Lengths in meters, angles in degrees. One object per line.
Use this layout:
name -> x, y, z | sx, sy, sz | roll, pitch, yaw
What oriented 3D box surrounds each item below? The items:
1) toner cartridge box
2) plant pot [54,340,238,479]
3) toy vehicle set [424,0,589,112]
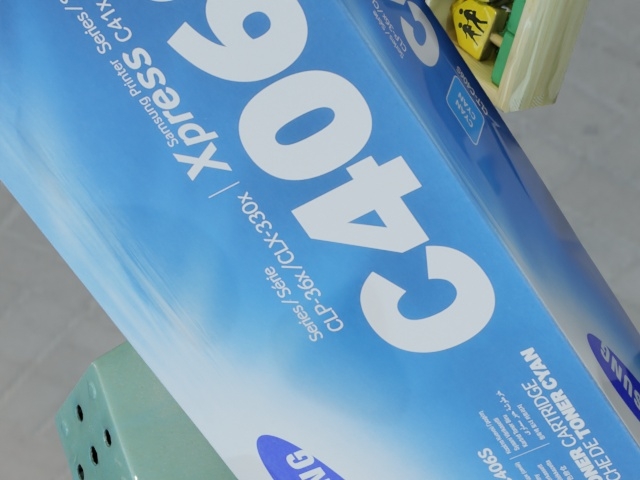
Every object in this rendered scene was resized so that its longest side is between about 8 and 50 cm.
toner cartridge box -> 0.000, 0.000, 0.662 | 0.165, 0.075, 0.348 | -26, 112, 27
plant pot -> -0.061, 0.134, 1.201 | 0.234, 0.165, 0.166 | -9, 156, -30
toy vehicle set -> 0.078, -0.214, 0.743 | 0.035, 0.166, 0.267 | -11, 128, -37
